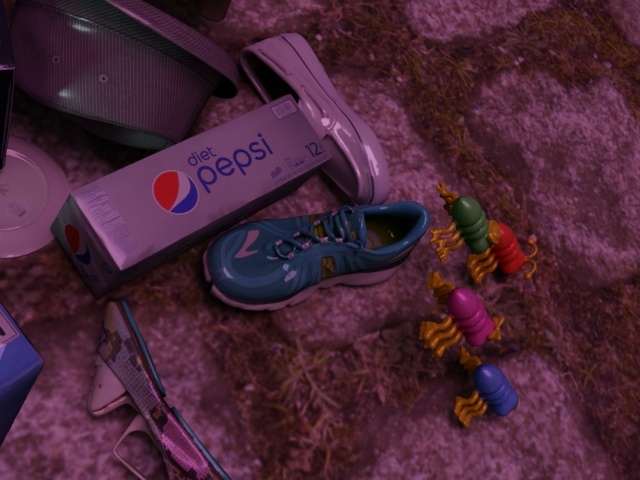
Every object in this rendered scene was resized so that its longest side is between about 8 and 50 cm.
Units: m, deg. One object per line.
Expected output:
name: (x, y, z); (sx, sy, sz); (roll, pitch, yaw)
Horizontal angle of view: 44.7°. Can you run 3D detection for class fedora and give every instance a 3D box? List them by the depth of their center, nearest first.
fedora: (-0.224, -0.176, 0.795); (0.275, 0.244, 0.124); (24, 87, -2)

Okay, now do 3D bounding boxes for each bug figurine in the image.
bug figurine: (0.190, 0.063, 0.902); (0.216, 0.072, 0.279); (47, 45, -45)

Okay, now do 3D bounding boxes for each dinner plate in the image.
dinner plate: (-0.319, -0.049, 0.773); (0.141, 0.017, 0.141); (12, 62, -23)

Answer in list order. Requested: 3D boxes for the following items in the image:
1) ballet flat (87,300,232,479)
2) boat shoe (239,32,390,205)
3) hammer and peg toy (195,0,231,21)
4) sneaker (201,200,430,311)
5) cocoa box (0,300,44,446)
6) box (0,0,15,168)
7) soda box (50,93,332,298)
ballet flat: (-0.163, 0.162, 0.716); (0.079, 0.077, 0.221); (-31, 81, -16)
boat shoe: (-0.014, -0.139, 0.942); (0.084, 0.095, 0.258); (-22, 66, -30)
hammer and peg toy: (-0.184, -0.346, 0.867); (0.266, 0.127, 0.361); (14, 38, -21)
sneaker: (0.000, 0.000, 0.855); (0.275, 0.110, 0.107); (-13, 72, -31)
cocoa box: (-0.349, 0.099, 0.473); (0.231, 0.347, 0.228); (-36, 85, -37)
box: (-0.360, -0.189, 0.727); (0.108, 0.153, 0.207); (-5, 63, -29)
soda box: (-0.128, -0.052, 0.820); (0.286, 0.098, 0.091); (-32, 87, -35)
